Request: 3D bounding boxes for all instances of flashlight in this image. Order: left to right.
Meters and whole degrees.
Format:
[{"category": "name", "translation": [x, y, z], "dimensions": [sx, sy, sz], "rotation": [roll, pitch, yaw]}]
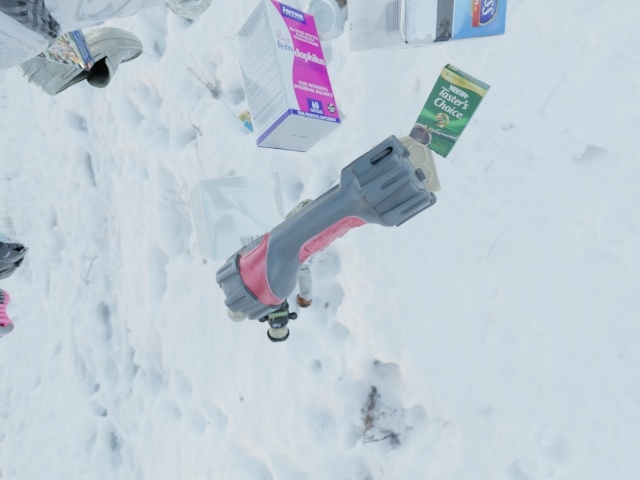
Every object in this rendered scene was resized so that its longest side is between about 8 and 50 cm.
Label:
[{"category": "flashlight", "translation": [0.000, 0.000, 0.530], "dimensions": [0.304, 0.103, 0.103], "rotation": [-31, 70, 24]}]

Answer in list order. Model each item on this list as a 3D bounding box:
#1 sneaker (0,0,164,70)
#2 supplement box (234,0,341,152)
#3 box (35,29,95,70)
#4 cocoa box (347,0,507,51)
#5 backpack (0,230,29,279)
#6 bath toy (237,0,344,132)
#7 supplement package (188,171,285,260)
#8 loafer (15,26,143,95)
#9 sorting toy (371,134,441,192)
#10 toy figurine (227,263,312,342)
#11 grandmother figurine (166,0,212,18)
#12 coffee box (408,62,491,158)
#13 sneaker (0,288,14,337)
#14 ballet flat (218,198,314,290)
[{"category": "sneaker", "translation": [-0.159, -0.258, 0.287], "dimensions": [0.365, 0.210, 0.137], "rotation": [-6, 127, 43]}, {"category": "supplement box", "translation": [-0.061, -0.283, 0.715], "dimensions": [0.114, 0.111, 0.220], "rotation": [-27, 73, 47]}, {"category": "box", "translation": [-0.425, -0.315, 0.610], "dimensions": [0.136, 0.094, 0.027], "rotation": [13, 62, 0]}, {"category": "cocoa box", "translation": [0.220, -0.560, 0.914], "dimensions": [0.347, 0.227, 0.232], "rotation": [-126, 29, -64]}, {"category": "backpack", "translation": [-0.749, 0.032, 0.901], "dimensions": [0.115, 0.182, 0.152], "rotation": [40, 92, -5]}, {"category": "bath toy", "translation": [-0.069, -0.419, 0.995], "dimensions": [0.151, 0.129, 0.348], "rotation": [37, 108, 2]}, {"category": "supplement package", "translation": [-0.230, -0.064, 1.108], "dimensions": [0.262, 0.199, 0.198], "rotation": [-178, 79, -67]}, {"category": "loafer", "translation": [-0.500, -0.389, 0.894], "dimensions": [0.112, 0.319, 0.111], "rotation": [-25, 109, 34]}, {"category": "sorting toy", "translation": [0.287, -0.243, 1.374], "dimensions": [0.192, 0.038, 0.208], "rotation": [-16, 93, 5]}, {"category": "toy figurine", "translation": [-0.131, 0.147, 1.099], "dimensions": [0.212, 0.209, 0.148], "rotation": [18, 128, 23]}, {"category": "grandmother figurine", "translation": [-0.214, -0.513, 0.638], "dimensions": [0.342, 0.207, 0.104], "rotation": [115, 160, -60]}, {"category": "coffee box", "translation": [0.292, -0.296, 0.944], "dimensions": [0.113, 0.040, 0.184], "rotation": [36, 137, 11]}, {"category": "sneaker", "translation": [-0.652, 0.149, 0.813], "dimensions": [0.057, 0.047, 0.119], "rotation": [-42, 59, 18]}, {"category": "ballet flat", "translation": [-0.144, 0.029, 1.450], "dimensions": [0.482, 0.164, 0.182], "rotation": [-41, 41, -18]}]
